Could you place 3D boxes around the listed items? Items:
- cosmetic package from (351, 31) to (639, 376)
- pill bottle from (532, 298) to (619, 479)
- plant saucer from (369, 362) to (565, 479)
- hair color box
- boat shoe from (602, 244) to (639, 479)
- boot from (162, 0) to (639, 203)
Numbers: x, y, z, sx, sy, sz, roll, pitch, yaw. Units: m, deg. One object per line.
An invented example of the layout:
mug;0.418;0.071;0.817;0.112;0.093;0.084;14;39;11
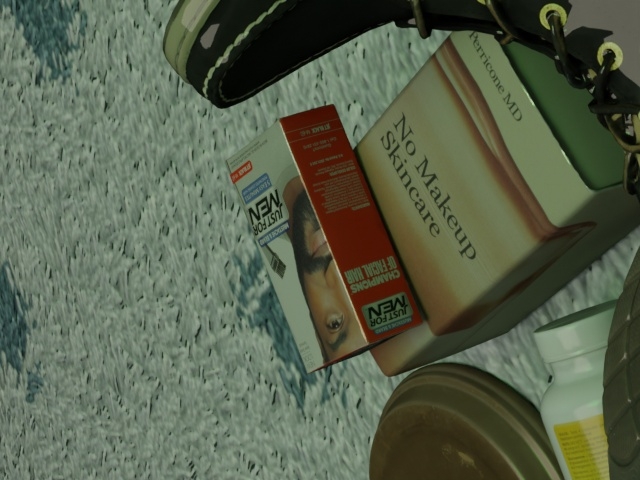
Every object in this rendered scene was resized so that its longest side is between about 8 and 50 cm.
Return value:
cosmetic package;0.119;-0.039;1.152;0.153;0.129;0.296;61;146;16
pill bottle;0.210;0.136;1.136;0.103;0.103;0.184;-20;90;58
plant saucer;0.128;0.236;1.372;0.278;0.041;0.278;31;131;44
hair color box;0.000;0.000;1.181;0.093;0.053;0.167;-33;79;57
boat shoe;0.256;0.129;1.041;0.132;0.130;0.355;-167;84;-67
boot;0.127;-0.118;0.940;0.284;0.377;0.138;57;-179;10
